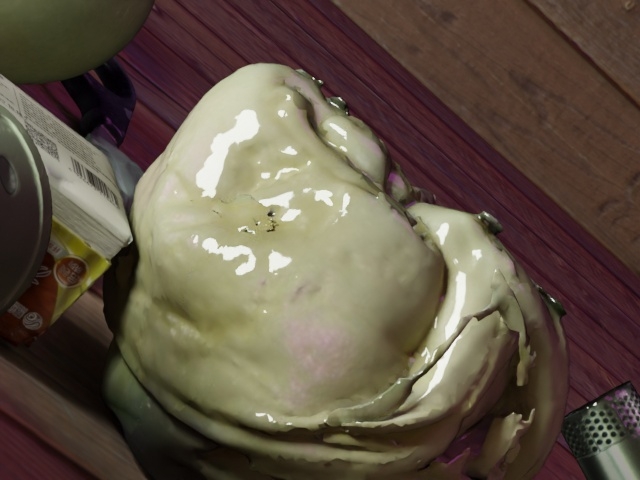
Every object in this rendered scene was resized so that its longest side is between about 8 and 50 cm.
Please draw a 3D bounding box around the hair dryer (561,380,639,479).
[{"bbox_3d":[0.270,0.264,1.329,0.320,0.156,0.284,61,2,15],"label":"hair dryer"}]

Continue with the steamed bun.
[{"bbox_3d":[-0.015,0.068,1.047,0.268,0.207,0.280,46,-14,3],"label":"steamed bun"}]

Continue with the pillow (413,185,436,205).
[{"bbox_3d":[0.000,0.000,1.384,0.173,0.067,0.270,8,19,0],"label":"pillow"}]

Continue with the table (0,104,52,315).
[{"bbox_3d":[-0.215,-0.013,0.785,0.126,0.126,0.220,47,13,10],"label":"table"}]

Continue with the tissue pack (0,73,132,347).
[{"bbox_3d":[-0.188,-0.032,0.991,0.148,0.099,0.106,39,12,-27],"label":"tissue pack"}]

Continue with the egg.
[{"bbox_3d":[-0.210,-0.199,1.248,0.186,0.186,0.253,52,13,29],"label":"egg"}]

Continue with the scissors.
[{"bbox_3d":[-0.151,-0.049,1.324,0.256,0.029,0.383,49,15,0],"label":"scissors"}]
